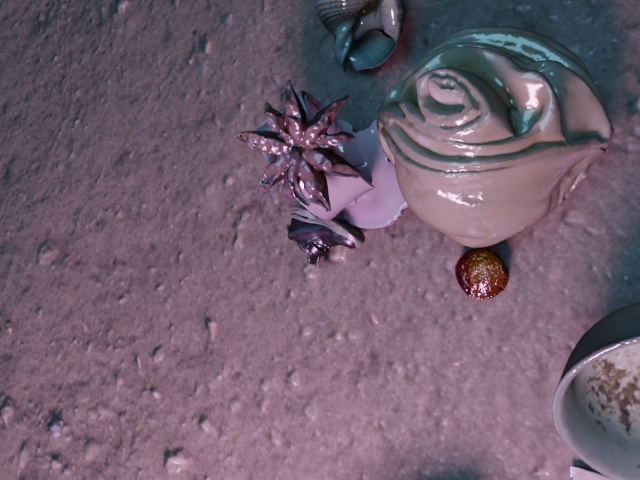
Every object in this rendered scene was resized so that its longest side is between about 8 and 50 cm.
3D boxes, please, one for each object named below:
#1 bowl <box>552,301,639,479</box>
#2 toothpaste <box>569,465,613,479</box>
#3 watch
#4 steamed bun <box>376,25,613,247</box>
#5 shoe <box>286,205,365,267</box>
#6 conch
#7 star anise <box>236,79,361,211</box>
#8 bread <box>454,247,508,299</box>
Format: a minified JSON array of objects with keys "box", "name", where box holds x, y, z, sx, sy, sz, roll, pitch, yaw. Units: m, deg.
[{"box":[0.443,0.171,0.704,0.289,0.146,0.290,11,128,14],"name":"bowl"},{"box":[0.490,0.364,0.729,0.314,0.056,0.058,-1,38,33],"name":"toothpaste"},{"box":[0.028,-0.135,0.954,0.196,0.231,0.244,-37,64,15],"name":"watch"},{"box":[0.247,-0.177,0.821,0.324,0.219,0.310,-29,67,2],"name":"steamed bun"},{"box":[0.000,0.000,1.040,0.169,0.071,0.100,23,96,33],"name":"shoe"},{"box":[0.075,-0.421,1.033,0.172,0.200,0.131,10,47,16],"name":"conch"},{"box":[-0.034,-0.138,0.825,0.195,0.065,0.183,10,105,13],"name":"star anise"},{"box":[0.255,0.053,0.901,0.084,0.053,0.085,-5,80,27],"name":"bread"}]
